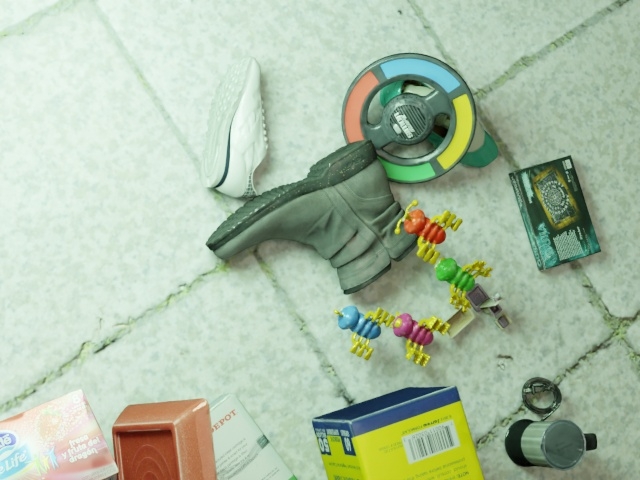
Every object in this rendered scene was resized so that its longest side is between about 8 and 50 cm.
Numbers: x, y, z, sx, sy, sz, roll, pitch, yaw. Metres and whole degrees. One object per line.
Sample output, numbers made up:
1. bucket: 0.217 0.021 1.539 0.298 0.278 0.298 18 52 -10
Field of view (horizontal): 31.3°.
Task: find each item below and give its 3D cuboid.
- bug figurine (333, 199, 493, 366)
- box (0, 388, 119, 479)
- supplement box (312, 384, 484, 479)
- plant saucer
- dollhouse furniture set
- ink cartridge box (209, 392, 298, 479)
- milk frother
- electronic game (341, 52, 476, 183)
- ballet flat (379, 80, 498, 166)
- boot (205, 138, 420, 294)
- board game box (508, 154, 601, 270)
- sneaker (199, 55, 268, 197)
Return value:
1. bug figurine: 0.152 0.081 1.888 0.216 0.072 0.279 34 92 -33
2. box: -0.453 0.352 1.637 0.300 0.154 0.142 -22 68 -19
3. supplement box: 0.146 0.428 1.815 0.195 0.194 0.356 -16 87 -20
4. plant saucer: -0.232 0.366 1.665 0.048 0.258 0.259 -2 82 -36
5. dollhouse furniture set: 0.275 0.138 1.959 0.114 0.081 0.091 -39 95 -19
6. ink cartridge box: -0.143 0.363 1.786 0.153 0.087 0.208 -36 95 -19
7. milk frother: 0.388 0.310 1.943 0.129 0.135 0.143 -20 88 -20
8. electronic game: 0.149 -0.204 1.930 0.229 0.048 0.229 2 114 6
9. ballet flat: 0.217 -0.206 1.988 0.247 0.087 0.083 30 72 -12
10. boot: 0.000 0.000 1.879 0.338 0.118 0.222 -30 102 -12
11. board game box: 0.424 -0.050 2.065 0.126 0.026 0.186 -16 88 -19
12. sneaker: -0.130 -0.187 1.883 0.095 0.090 0.235 17 81 -28
